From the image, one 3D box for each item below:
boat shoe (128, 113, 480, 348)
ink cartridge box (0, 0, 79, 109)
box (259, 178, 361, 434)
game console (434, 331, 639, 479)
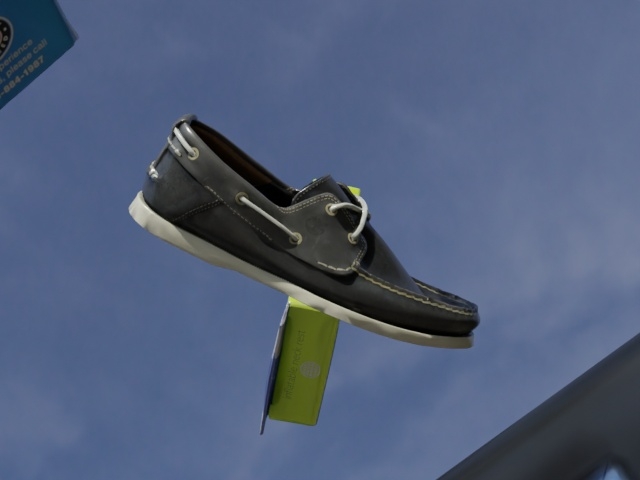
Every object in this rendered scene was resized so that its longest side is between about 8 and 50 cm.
[{"bbox_3d":[0.000,0.000,0.922,0.233,0.084,0.079,26,-81,-2],"label":"boat shoe"},{"bbox_3d":[-0.241,-0.134,0.563,0.171,0.168,0.232,-44,-35,-19],"label":"ink cartridge box"},{"bbox_3d":[-0.006,0.048,1.073,0.042,0.178,0.109,11,-54,1],"label":"box"},{"bbox_3d":[0.073,0.213,0.354,0.386,0.342,0.060,-38,-35,13],"label":"game console"}]
